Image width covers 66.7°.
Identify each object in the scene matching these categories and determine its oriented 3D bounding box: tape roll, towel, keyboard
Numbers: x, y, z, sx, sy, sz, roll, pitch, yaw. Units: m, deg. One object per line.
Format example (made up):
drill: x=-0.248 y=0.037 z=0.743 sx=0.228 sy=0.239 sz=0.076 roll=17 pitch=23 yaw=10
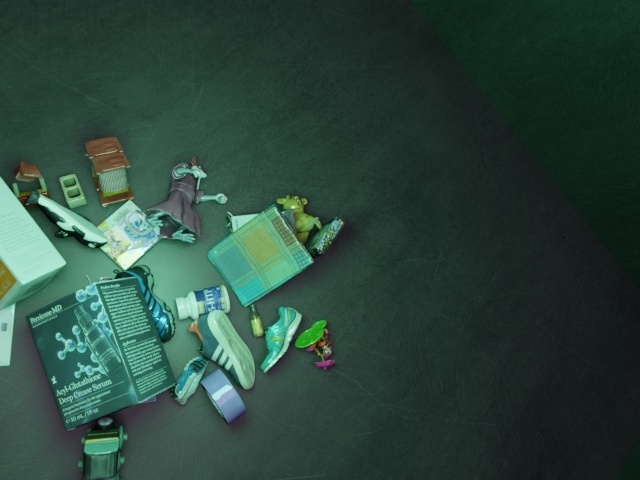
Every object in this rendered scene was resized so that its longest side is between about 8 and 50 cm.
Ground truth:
tape roll: x=-0.352 y=0.565 z=1.759 sx=0.080 sy=0.189 sz=0.188 roll=-34 pitch=92 yaw=-23
towel: x=-0.236 y=0.065 z=1.845 sx=0.271 sy=0.370 sz=0.040 roll=56 pitch=25 yaw=-3
keyboard: x=-1.076 y=0.292 z=1.635 sx=0.072 sy=0.014 sz=0.255 roll=4 pitch=78 yaw=-25

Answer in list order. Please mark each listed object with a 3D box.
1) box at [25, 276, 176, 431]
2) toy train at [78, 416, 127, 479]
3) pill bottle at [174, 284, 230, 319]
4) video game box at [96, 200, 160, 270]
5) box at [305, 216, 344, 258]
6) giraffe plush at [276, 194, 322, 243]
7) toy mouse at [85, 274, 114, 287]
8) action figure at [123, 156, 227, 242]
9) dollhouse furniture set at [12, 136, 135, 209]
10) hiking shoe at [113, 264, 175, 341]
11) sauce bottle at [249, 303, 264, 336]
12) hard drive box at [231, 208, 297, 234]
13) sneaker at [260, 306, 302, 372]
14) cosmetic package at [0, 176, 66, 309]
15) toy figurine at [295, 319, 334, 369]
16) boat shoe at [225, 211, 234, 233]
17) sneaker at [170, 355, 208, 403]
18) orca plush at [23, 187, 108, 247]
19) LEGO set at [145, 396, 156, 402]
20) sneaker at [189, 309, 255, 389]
box: x=-0.705 y=0.356 z=1.576 sx=0.294 sy=0.212 sz=0.395 roll=-25 pitch=84 yaw=15
toy train: x=-0.704 y=0.745 z=1.555 sx=0.143 sy=0.190 sz=0.333 roll=5 pitch=101 yaw=-20
pill bottle: x=-0.445 y=0.239 z=1.831 sx=0.187 sy=0.112 sz=0.111 roll=-11 pitch=84 yaw=-22
video game box: x=-0.719 y=-0.018 z=1.813 sx=0.187 sy=0.048 sz=0.205 roll=44 pitch=68 yaw=-5
box: x=0.000 y=0.000 z=1.983 sx=0.044 sy=0.233 sz=0.159 roll=39 pitch=69 yaw=-9
giraffe plush: x=-0.112 y=-0.099 z=2.007 sx=0.181 sy=0.210 sz=0.170 roll=22 pitch=38 yaw=-54
toy mouse: x=-0.794 y=0.178 z=1.753 sx=0.143 sy=0.031 sz=0.161 roll=45 pitch=68 yaw=-8
action figure: x=-0.534 y=-0.161 z=1.859 sx=0.276 sy=0.248 sz=0.369 roll=-7 pitch=52 yaw=12
dollhouse furniture set: x=-0.861 y=-0.205 z=1.691 sx=0.375 sy=0.201 sz=0.152 roll=-20 pitch=65 yaw=-24
hiking shoe: x=-0.635 y=0.236 z=1.736 sx=0.303 sy=0.113 sz=0.132 roll=59 pitch=26 yaw=7
sauce bottle: x=-0.256 y=0.317 z=1.925 sx=0.042 sy=0.042 sz=0.128 roll=-11 pitch=86 yaw=-23
hard drive box: x=-0.213 y=-0.022 z=1.891 sx=0.089 sy=0.233 sz=0.180 roll=-28 pitch=112 yaw=-64
sneaker: x=-0.174 y=0.391 z=1.924 sx=0.110 sy=0.107 sz=0.275 roll=27 pitch=62 yaw=-2
cosmetic package: x=-1.061 y=-0.030 z=1.562 sx=0.453 sy=0.230 sz=0.161 roll=54 pitch=35 yaw=-3
toy figurine: x=0.002 y=0.440 z=1.982 sx=0.173 sy=0.130 sz=0.159 roll=-46 pitch=112 yaw=-47
boat shoe: x=-0.355 y=-0.054 z=1.962 sx=0.038 sy=0.046 sz=0.125 roll=-32 pitch=100 yaw=-28
sneaker: x=-0.476 y=0.517 z=1.796 sx=0.072 sy=0.082 sz=0.190 roll=14 pitch=49 yaw=26
orca plush: x=-0.880 y=-0.045 z=1.658 sx=0.102 sy=0.151 sz=0.287 roll=-47 pitch=137 yaw=2
LEGO set: x=-0.658 y=0.492 z=1.745 sx=0.245 sy=0.060 sz=0.182 roll=-5 pitch=82 yaw=-11
sneaker: x=-0.371 y=0.422 z=1.825 sx=0.148 sy=0.131 sz=0.349 roll=-19 pitch=108 yaw=15
